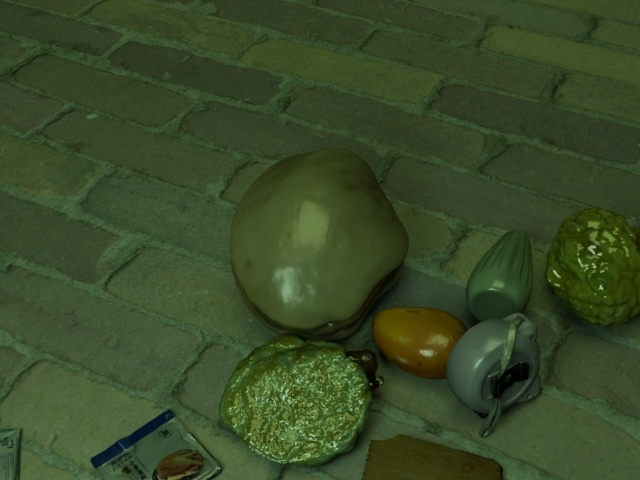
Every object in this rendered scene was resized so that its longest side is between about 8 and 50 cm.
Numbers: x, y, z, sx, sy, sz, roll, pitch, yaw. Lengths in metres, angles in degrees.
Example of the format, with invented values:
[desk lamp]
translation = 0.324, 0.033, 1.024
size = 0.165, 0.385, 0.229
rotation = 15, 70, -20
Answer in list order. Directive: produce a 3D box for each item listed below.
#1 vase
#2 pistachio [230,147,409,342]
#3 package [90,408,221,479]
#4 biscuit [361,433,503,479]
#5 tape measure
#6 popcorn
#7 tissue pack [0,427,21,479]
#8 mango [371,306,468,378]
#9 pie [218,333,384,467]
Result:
[vase]
translation = 0.380, 0.068, 1.766
size = 0.128, 0.128, 0.248
rotation = 14, 37, 16
[pistachio]
translation = 0.000, 0.000, 1.757
size = 0.365, 0.281, 0.445
rotation = 14, 57, -2
[package]
translation = -0.289, 0.393, 1.505
size = 0.171, 0.027, 0.173
rotation = -32, 55, -29
[biscuit]
translation = 0.185, 0.407, 1.417
size = 0.237, 0.013, 0.232
rotation = 15, 27, 5
[tape measure]
translation = 0.317, 0.235, 1.540
size = 0.178, 0.196, 0.105
rotation = -27, 39, -14
[popcorn]
translation = 0.580, 0.057, 1.717
size = 0.251, 0.206, 0.237
rotation = 21, 32, 7
[tissue pack]
translation = -0.585, 0.409, 1.498
size = 0.122, 0.026, 0.193
rotation = -10, 44, -10
[mango]
translation = 0.189, 0.191, 1.653
size = 0.219, 0.112, 0.145
rotation = 18, 46, 36
[pie]
translation = -0.038, 0.287, 1.559
size = 0.274, 0.105, 0.257
rotation = 11, 54, 14
